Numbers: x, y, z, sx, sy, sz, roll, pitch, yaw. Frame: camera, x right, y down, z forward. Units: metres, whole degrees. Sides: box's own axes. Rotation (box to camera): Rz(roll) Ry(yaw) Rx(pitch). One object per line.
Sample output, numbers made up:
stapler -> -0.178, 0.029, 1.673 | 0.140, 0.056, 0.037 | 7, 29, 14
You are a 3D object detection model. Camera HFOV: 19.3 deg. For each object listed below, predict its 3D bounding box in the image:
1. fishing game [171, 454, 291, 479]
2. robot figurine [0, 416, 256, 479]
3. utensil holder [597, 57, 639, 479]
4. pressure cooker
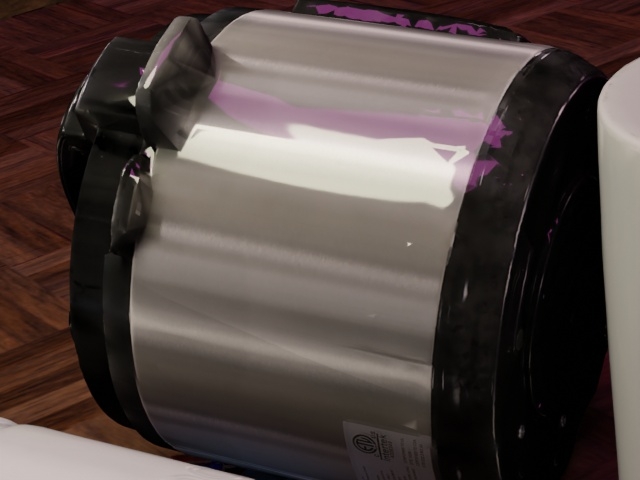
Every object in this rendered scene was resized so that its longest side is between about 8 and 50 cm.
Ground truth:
fishing game -> -0.035, 0.219, 1.436 | 0.189, 0.041, 0.264 | -4, 16, -8
robot figurine -> -0.146, 0.216, 1.096 | 0.353, 0.200, 0.300 | 10, -10, 22
utensil holder -> 0.336, 0.080, 1.176 | 0.327, 0.385, 0.327 | -8, 22, 3
pressure cooker -> -0.002, 0.004, 1.454 | 0.420, 0.370, 0.375 | 10, 14, 22
